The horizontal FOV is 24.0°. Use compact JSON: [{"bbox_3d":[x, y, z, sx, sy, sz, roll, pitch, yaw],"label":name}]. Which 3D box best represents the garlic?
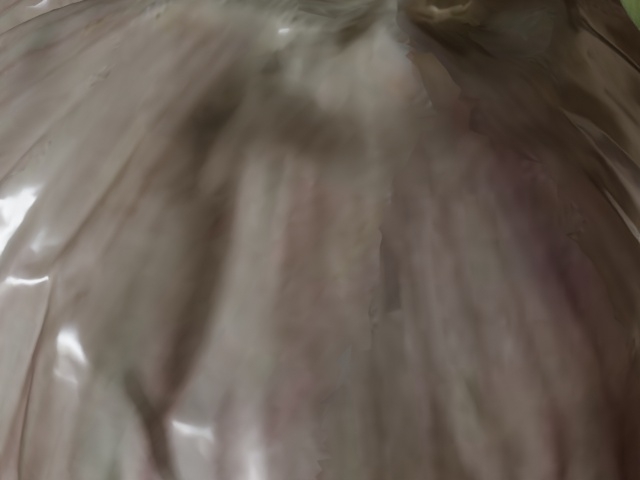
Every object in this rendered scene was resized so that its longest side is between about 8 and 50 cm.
[{"bbox_3d":[0.000,0.000,0.499,0.317,0.317,0.259,-5,-36,-9],"label":"garlic"}]

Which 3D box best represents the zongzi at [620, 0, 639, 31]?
[{"bbox_3d":[0.072,-0.074,0.291,0.113,0.052,0.104,5,-19,-34],"label":"zongzi"}]
